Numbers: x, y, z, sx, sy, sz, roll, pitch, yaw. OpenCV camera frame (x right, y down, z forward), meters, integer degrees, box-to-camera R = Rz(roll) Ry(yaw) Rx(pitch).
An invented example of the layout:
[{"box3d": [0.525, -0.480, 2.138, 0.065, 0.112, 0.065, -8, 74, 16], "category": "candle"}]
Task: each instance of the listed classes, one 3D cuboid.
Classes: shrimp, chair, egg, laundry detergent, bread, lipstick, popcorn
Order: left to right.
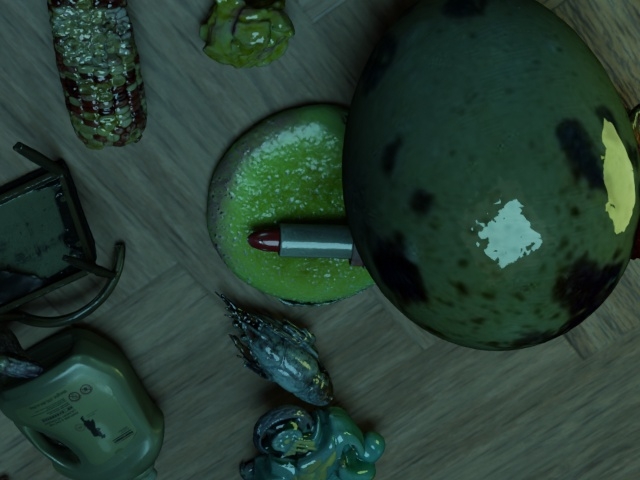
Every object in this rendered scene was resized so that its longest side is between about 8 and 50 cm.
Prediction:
[{"box3d": [-0.363, 0.006, 1.998, 0.188, 0.166, 0.272, -25, 166, 6], "category": "chair"}, {"box3d": [-0.302, 0.242, 2.191, 0.181, 0.091, 0.253, -29, 123, 11], "category": "laundry detergent"}, {"box3d": [-0.085, -0.245, 1.920, 0.109, 0.089, 0.097, -28, 158, 20], "category": "popcorn"}, {"box3d": [-0.059, 0.139, 2.178, 0.090, 0.079, 0.233, -39, 116, 11], "category": "shrimp"}, {"box3d": [-0.003, -0.035, 2.091, 0.301, 0.045, 0.301, -4, 124, -6], "category": "bread"}, {"box3d": [0.000, -0.001, 2.058, 0.186, 0.057, 0.063, 3, 128, -6], "category": "lipstick"}, {"box3d": [0.192, -0.085, 1.898, 0.345, 0.345, 0.428, -15, 93, 0], "category": "egg"}]

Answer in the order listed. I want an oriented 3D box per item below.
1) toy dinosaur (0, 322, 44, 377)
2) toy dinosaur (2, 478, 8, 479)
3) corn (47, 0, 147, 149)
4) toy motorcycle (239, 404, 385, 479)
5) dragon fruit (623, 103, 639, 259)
[{"box3d": [-0.427, 0.134, 2.011, 0.162, 0.294, 0.077, 21, 94, -16], "category": "toy dinosaur"}, {"box3d": [-0.523, 0.335, 2.247, 0.139, 0.070, 0.286, -19, 125, 30], "category": "toy dinosaur"}, {"box3d": [-0.260, -0.239, 1.885, 0.098, 0.098, 0.289, -8, 123, -4], "category": "corn"}, {"box3d": [-0.009, 0.321, 2.290, 0.198, 0.109, 0.296, -9, 134, -17], "category": "toy motorcycle"}, {"box3d": [0.375, -0.079, 2.070, 0.262, 0.134, 0.211, 9, 112, 27], "category": "dragon fruit"}]
